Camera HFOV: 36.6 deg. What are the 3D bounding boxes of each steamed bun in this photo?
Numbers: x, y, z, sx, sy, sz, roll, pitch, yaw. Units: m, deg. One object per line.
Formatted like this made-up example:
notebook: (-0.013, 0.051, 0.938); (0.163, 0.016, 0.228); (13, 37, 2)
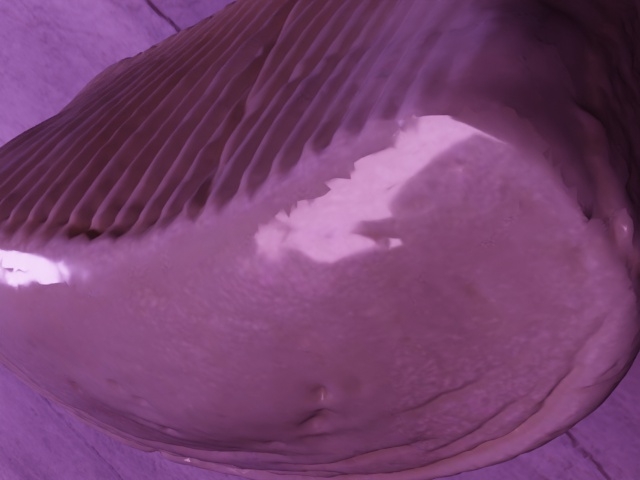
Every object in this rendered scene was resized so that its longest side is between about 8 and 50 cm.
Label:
steamed bun: (-0.001, 0.004, 0.497); (0.383, 0.247, 0.236); (-13, 123, 36)
